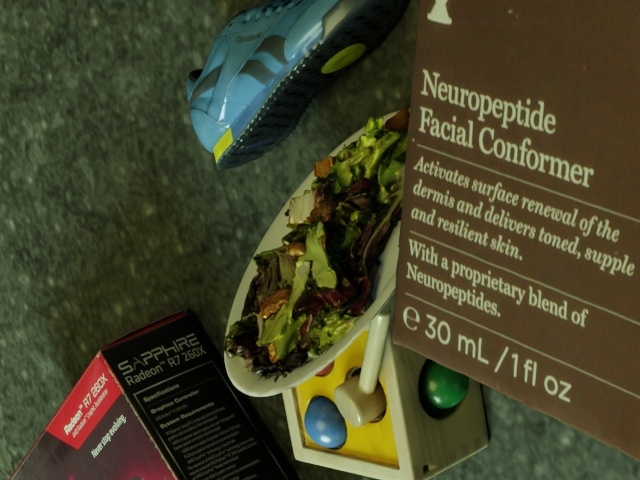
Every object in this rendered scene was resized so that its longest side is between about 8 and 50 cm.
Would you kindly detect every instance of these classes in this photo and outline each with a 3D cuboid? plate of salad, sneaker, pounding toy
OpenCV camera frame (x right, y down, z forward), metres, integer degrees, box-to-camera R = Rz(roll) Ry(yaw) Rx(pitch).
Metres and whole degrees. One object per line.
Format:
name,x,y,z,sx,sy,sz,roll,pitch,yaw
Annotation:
plate of salad,0.000,0.000,1.053,0.048,0.199,0.200,35,149,-24
sneaker,-0.026,-0.123,1.106,0.209,0.069,0.082,-41,72,50
pounding toy,0.034,0.079,1.102,0.141,0.100,0.130,6,111,48

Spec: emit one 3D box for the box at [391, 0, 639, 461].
box,0.147,-0.115,0.708,0.191,0.143,0.381,23,113,52

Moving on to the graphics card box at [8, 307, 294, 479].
graphics card box,-0.078,0.266,1.325,0.371,0.094,0.233,56,139,14
